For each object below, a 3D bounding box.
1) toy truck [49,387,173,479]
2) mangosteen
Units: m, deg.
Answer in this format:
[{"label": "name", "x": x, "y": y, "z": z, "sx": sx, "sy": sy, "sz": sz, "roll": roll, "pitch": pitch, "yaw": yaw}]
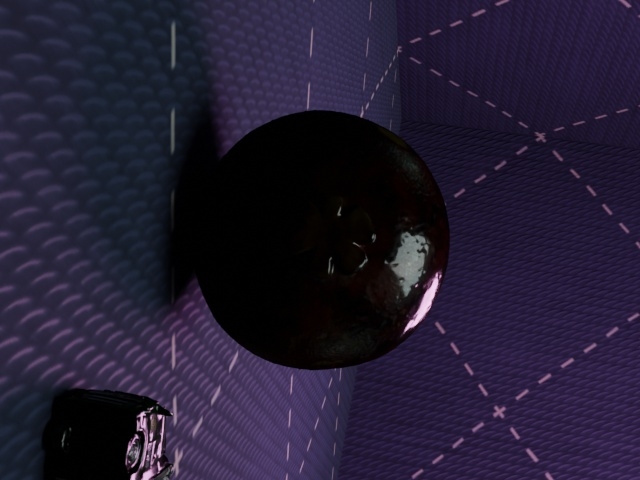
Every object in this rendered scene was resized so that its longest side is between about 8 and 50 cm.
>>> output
[{"label": "toy truck", "x": -0.193, "y": 0.260, "z": 0.857, "sx": 0.121, "sy": 0.088, "sz": 0.259, "roll": 1, "pitch": 98, "yaw": -80}, {"label": "mangosteen", "x": 0.000, "y": 0.000, "z": 1.180, "sx": 0.359, "sy": 0.306, "sz": 0.306, "roll": -162, "pitch": -99, "yaw": -88}]
